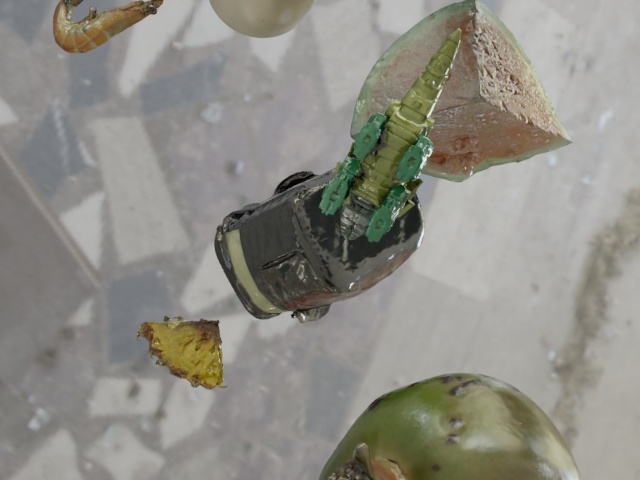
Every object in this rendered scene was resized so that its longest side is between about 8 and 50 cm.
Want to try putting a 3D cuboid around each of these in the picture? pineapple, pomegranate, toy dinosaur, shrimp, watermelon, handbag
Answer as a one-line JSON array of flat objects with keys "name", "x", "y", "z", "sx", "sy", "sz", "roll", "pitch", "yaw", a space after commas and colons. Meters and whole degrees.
[{"name": "pineapple", "x": -0.150, "y": 0.105, "z": 1.609, "sx": 0.114, "sy": 0.114, "sz": 0.077, "roll": 35, "pitch": 87, "yaw": -23}, {"name": "pomegranate", "x": 0.100, "y": 0.267, "z": 1.557, "sx": 0.323, "sy": 0.291, "sz": 0.291, "roll": 16, "pitch": 93, "yaw": -24}, {"name": "toy dinosaur", "x": 0.080, "y": -0.102, "z": 1.548, "sx": 0.259, "sy": 0.094, "sz": 0.153, "roll": -62, "pitch": 178, "yaw": 23}, {"name": "shrimp", "x": -0.218, "y": -0.239, "z": 1.521, "sx": 0.025, "sy": 0.127, "sz": 0.091, "roll": 59, "pitch": 17, "yaw": -56}, {"name": "watermelon", "x": 0.202, "y": -0.188, "z": 2.035, "sx": 0.260, "sy": 0.176, "sz": 0.256, "roll": 30, "pitch": 93, "yaw": -43}, {"name": "handbag", "x": 0.000, "y": 0.000, "z": 1.920, "sx": 0.254, "sy": 0.181, "sz": 0.181, "roll": -32, "pitch": 98, "yaw": -47}]

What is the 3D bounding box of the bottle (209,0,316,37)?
[{"name": "bottle", "x": -0.054, "y": -0.358, "z": 1.866, "sx": 0.147, "sy": 0.236, "sz": 0.147, "roll": 3, "pitch": 78, "yaw": -15}]
